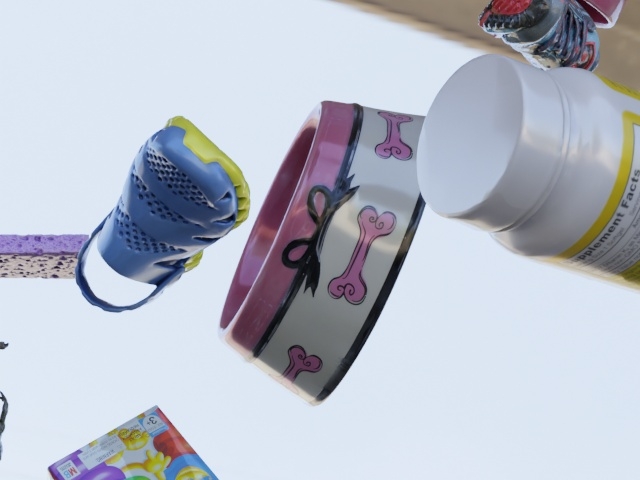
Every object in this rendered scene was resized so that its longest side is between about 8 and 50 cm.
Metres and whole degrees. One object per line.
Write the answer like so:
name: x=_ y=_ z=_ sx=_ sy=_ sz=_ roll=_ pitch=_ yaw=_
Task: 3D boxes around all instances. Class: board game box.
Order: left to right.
board game box: x=-0.150 y=0.334 z=1.573 sx=0.275 sy=0.144 sz=0.142 roll=46 pitch=-33 yaw=26

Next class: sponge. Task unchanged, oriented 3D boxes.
sponge: x=-0.418 y=0.021 z=1.997 sx=0.210 sy=0.031 sz=0.117 roll=1 pitch=-18 yaw=-17

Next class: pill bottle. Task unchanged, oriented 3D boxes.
pill bottle: x=0.170 y=-0.036 z=0.913 sx=0.208 sy=0.119 sz=0.119 roll=17 pitch=-27 yaw=-30

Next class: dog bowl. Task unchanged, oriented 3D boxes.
dog bowl: x=0.000 y=0.000 z=1.945 sx=0.150 sy=0.408 sz=0.408 roll=23 pitch=-30 yaw=-8

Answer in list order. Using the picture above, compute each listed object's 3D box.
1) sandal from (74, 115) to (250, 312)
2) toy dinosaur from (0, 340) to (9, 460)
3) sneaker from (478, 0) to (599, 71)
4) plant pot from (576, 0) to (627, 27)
sandal: x=-0.168 y=-0.011 z=1.543 sx=0.126 sy=0.138 sz=0.317 roll=44 pitch=-30 yaw=7
toy dinosaur: x=-0.338 y=0.149 z=1.434 sx=0.064 sy=0.118 sz=0.268 roll=-4 pitch=-14 yaw=3
sneaker: x=0.236 y=-0.220 z=1.511 sx=0.125 sy=0.104 sz=0.262 roll=40 pitch=12 yaw=-2
plant pot: x=0.318 y=-0.392 z=1.901 sx=0.201 sy=0.180 sz=0.201 roll=27 pitch=1 yaw=-1
